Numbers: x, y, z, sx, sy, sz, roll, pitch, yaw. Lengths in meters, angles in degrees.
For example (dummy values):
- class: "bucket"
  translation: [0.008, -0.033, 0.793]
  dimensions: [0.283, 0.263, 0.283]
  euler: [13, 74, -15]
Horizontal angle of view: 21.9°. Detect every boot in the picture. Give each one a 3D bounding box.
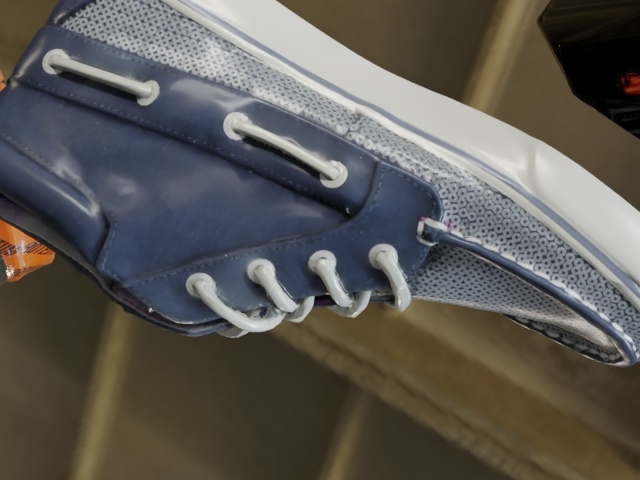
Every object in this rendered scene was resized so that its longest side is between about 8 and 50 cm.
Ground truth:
- class: "boot"
  translation: [0.000, 0.000, 0.430]
  dimensions: [0.190, 0.086, 0.069]
  euler: [31, -17, 10]

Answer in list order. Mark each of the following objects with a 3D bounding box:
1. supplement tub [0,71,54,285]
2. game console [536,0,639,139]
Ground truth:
- class: "supplement tub"
  translation: [-0.327, -0.004, 0.875]
  dimensions: [0.207, 0.338, 0.207]
  euler: [57, -20, 35]
- class: "game console"
  translation: [0.251, -0.107, 0.467]
  dimensions: [0.361, 0.213, 0.044]
  euler: [-6, -64, 29]
